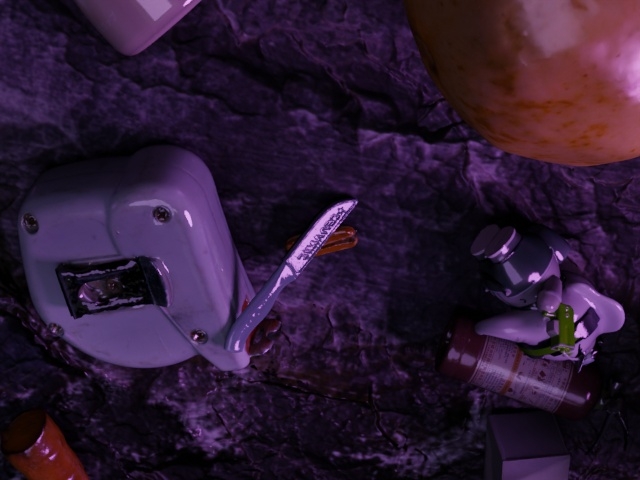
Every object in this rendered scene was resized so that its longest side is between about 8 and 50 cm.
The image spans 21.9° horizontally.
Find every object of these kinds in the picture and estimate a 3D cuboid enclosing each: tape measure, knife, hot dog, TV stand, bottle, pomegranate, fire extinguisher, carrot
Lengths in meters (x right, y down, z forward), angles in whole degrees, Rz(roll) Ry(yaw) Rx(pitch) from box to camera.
[{"bbox_3d":[-0.194,0.031,1.760,0.246,0.125,0.243,-9,121,15],"label":"tape measure"},{"bbox_3d":[-0.034,0.033,1.734,0.028,0.015,0.210,38,89,-17],"label":"knife"},{"bbox_3d":[0.000,0.000,1.768,0.083,0.021,0.037,-11,142,14],"label":"hot dog"},{"bbox_3d":[0.231,0.326,1.894,0.082,0.088,0.270,-4,124,-5],"label":"TV stand"},{"bbox_3d":[-0.205,-0.301,1.533,0.147,0.147,0.236,-36,104,29],"label":"bottle"},{"bbox_3d":[0.237,-0.225,1.407,0.342,0.342,0.343,5,124,7],"label":"pomegranate"},{"bbox_3d":[0.236,0.160,1.793,0.231,0.071,0.099,22,91,-4],"label":"fire extinguisher"},{"bbox_3d":[-0.306,0.298,1.996,0.072,0.072,0.205,-20,120,22],"label":"carrot"}]

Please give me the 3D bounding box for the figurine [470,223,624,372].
[{"bbox_3d":[0.230,0.064,1.716,0.192,0.126,0.147,45,155,-26],"label":"figurine"}]
